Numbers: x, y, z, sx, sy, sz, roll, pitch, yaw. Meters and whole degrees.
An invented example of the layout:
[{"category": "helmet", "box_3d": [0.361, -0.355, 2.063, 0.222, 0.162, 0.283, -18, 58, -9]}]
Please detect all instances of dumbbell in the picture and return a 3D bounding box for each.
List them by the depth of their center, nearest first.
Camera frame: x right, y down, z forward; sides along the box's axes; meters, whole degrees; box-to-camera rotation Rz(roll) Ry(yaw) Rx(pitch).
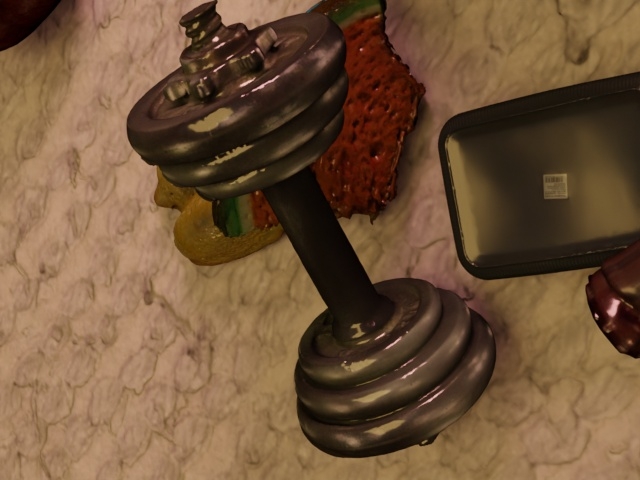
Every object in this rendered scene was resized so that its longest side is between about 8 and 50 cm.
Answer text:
[{"category": "dumbbell", "box_3d": [0.000, 0.000, 0.924, 0.179, 0.179, 0.406, -11, 119, 35]}]

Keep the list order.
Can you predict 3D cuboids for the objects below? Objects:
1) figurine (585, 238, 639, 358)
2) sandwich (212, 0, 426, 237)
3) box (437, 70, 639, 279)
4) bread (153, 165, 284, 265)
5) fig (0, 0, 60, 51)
[{"category": "figurine", "box_3d": [0.333, -0.030, 0.710, 0.218, 0.206, 0.365, 40, 107, -12]}, {"category": "sandwich", "box_3d": [-0.001, -0.110, 1.021, 0.159, 0.079, 0.235, 12, 108, -13]}, {"category": "box", "box_3d": [0.195, -0.048, 0.909, 0.201, 0.090, 0.144, -8, 92, 35]}, {"category": "bread", "box_3d": [-0.094, -0.060, 1.122, 0.188, 0.065, 0.149, -26, 78, 35]}, {"category": "fig", "box_3d": [-0.375, -0.345, 1.216, 0.217, 0.217, 0.320, -45, 50, 30]}]
